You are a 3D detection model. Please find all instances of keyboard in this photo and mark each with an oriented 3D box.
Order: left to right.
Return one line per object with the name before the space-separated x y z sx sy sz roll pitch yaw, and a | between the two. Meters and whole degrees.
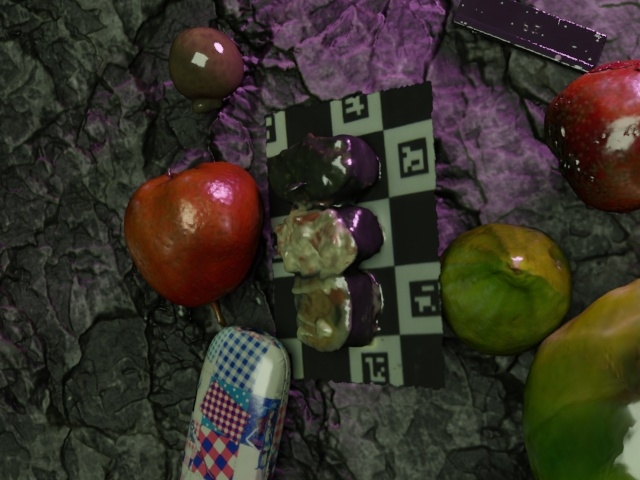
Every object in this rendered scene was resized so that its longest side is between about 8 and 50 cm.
keyboard | 0.268 -0.271 1.121 0.195 0.018 0.060 26 88 16

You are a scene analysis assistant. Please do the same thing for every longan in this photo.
longan | -0.159 -0.236 1.208 0.106 0.106 0.119 5 104 17

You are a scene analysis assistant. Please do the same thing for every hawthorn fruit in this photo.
hawthorn fruit | -0.157 0.010 1.159 0.196 0.196 0.226 -8 101 16
hawthorn fruit | 0.380 -0.139 1.009 0.235 0.181 0.181 -28 80 -1

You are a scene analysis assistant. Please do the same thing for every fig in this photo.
fig | 0.224 0.042 1.033 0.167 0.234 0.167 6 55 -9

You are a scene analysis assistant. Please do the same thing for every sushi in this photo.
sushi | 0.000 0.000 1.084 0.296 0.100 0.373 -4 87 44

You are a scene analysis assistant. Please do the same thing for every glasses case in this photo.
glasses case | -0.119 0.277 1.174 0.125 0.076 0.328 16 99 29

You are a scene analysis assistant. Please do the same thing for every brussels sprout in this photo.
brussels sprout | 0.379 0.193 0.941 0.343 0.268 0.344 0 56 0
